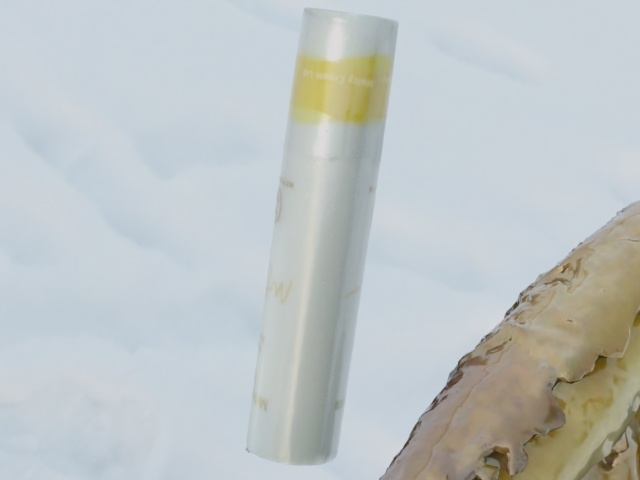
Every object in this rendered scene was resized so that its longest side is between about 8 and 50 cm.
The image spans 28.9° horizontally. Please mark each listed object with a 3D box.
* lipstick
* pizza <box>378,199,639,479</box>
[{"bbox_3d":[0.000,0.000,0.726,0.059,0.059,0.264,0,102,-37],"label":"lipstick"},{"bbox_3d":[0.099,0.225,0.538,0.391,0.080,0.435,-20,98,-29],"label":"pizza"}]
